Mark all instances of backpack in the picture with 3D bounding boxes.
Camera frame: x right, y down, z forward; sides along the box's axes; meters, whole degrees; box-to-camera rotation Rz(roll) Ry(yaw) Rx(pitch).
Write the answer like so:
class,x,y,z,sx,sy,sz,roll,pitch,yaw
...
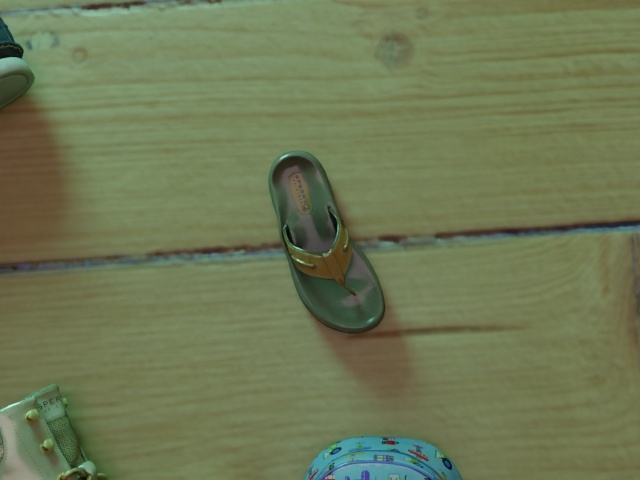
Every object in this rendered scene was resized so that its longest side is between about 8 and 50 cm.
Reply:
class,x,y,z,sx,sy,sz,roll,pitch,yaw
backpack,0.050,0.247,0.632,0.158,0.117,0.173,1,78,7

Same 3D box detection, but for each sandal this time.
class,x,y,z,sx,sy,sz,roll,pitch,yaw
sandal,0.000,0.000,0.702,0.072,0.049,0.180,-21,82,-2

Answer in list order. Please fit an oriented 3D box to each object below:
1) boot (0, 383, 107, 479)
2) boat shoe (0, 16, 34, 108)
class,x,y,z,sx,sy,sz,roll,pitch,yaw
boot,-0.184,0.213,0.655,0.262,0.095,0.203,-20,81,2
boat shoe,-0.388,-0.123,0.701,0.255,0.095,0.079,-29,84,-5
